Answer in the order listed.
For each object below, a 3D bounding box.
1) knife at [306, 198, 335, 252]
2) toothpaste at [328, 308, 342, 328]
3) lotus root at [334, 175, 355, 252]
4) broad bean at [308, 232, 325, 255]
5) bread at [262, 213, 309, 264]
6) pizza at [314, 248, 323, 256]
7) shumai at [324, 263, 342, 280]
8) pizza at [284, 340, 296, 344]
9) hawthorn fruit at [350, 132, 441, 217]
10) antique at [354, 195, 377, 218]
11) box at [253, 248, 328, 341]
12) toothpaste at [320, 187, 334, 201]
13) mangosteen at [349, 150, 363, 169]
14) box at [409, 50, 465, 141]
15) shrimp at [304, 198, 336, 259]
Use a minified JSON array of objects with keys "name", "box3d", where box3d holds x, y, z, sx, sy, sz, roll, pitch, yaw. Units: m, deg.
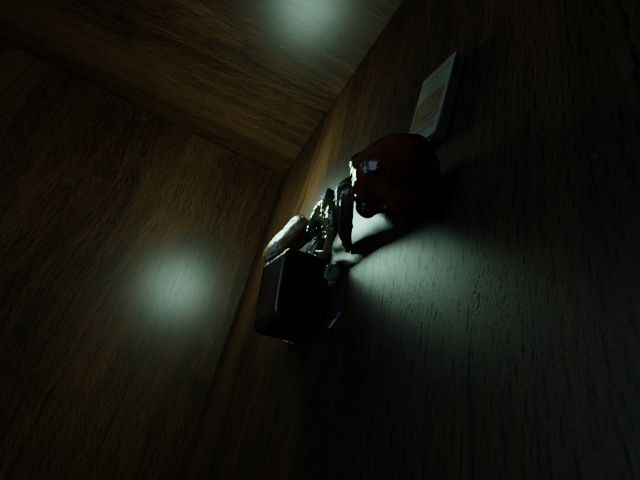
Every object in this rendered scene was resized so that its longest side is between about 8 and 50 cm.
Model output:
[{"name":"knife","box3d":[0.009,-0.075,2.330,0.335,0.043,0.081,-63,8,-15]},{"name":"toothpaste","box3d":[0.057,0.298,1.630,0.083,0.015,0.024,-59,24,5]},{"name":"lotus root","box3d":[0.095,-0.098,1.732,0.167,0.078,0.329,-83,-6,-58]},{"name":"broad bean","box3d":[0.000,0.000,2.168,0.339,0.061,0.077,-64,23,9]},{"name":"bread","box3d":[-0.184,0.009,2.436,0.344,0.149,0.195,-45,12,3]},{"name":"pizza","box3d":[-0.017,0.104,2.076,0.161,0.063,0.182,-59,14,2]},{"name":"shumai","box3d":[0.057,0.139,1.809,0.083,0.082,0.080,-54,-23,-6]},{"name":"pizza","box3d":[-0.127,0.414,1.981,0.176,0.036,0.184,-137,55,-66]},{"name":"hawthorn fruit","box3d":[0.257,-0.221,1.332,0.307,0.276,0.276,-46,13,-10]},{"name":"antique","box3d":[0.189,-0.175,1.706,0.257,0.121,0.143,-94,26,-61]},{"name":"box","box3d":[-0.119,0.231,1.844,0.229,0.240,0.339,-40,37,52]},{"name":"toothpaste","box3d":[0.017,-0.201,2.449,0.193,0.044,0.070,-70,15,-16]},{"name":"mangosteen","box3d":[0.196,-0.335,1.945,0.140,0.140,0.140,-57,18,29]},{"name":"box","box3d":[0.411,-0.486,1.562,0.205,0.051,0.365,-31,37,63]},{"name":"shrimp","box3d":[0.000,-0.027,1.978,0.445,0.085,0.272,140,128,-69]}]
